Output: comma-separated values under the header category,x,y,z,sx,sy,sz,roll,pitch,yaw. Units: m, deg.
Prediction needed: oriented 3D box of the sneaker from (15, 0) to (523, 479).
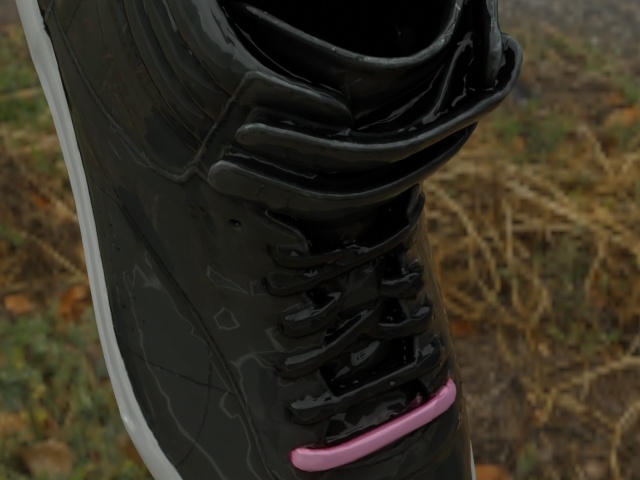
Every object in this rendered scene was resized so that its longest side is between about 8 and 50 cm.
category,x,y,z,sx,sy,sz,roll,pitch,yaw
sneaker,0.000,0.000,0.487,0.104,0.295,0.147,-24,14,-22
